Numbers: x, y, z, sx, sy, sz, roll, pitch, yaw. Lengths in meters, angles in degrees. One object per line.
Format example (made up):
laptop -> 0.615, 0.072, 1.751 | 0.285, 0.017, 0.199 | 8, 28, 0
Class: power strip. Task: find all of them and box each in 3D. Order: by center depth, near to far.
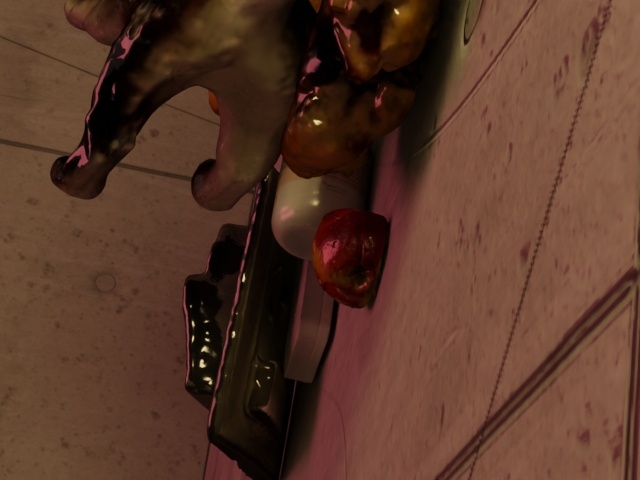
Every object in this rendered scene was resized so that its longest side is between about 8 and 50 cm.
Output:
power strip -> -0.070, 0.086, 1.355 | 0.257, 0.092, 0.251 | 66, -153, -70

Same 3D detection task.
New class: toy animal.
toy animal -> -0.088, -0.217, 1.188 | 0.303, 0.194, 0.344 | -57, 30, 32

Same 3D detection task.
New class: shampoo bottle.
shampoo bottle -> 0.007, -0.078, 1.180 | 0.074, 0.074, 0.192 | 110, 169, -60

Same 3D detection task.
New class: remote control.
remote control -> 0.000, 0.000, 1.307 | 0.103, 0.034, 0.250 | 107, 171, -56

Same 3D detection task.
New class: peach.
peach -> 0.019, 0.008, 1.032 | 0.083, 0.050, 0.077 | -81, 5, -66

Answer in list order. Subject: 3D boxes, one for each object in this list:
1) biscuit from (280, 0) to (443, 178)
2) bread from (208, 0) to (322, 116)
biscuit -> 0.051, -0.197, 0.943 | 0.289, 0.081, 0.334 | -102, 28, -82
bread -> -0.022, -0.228, 1.433 | 0.195, 0.142, 0.270 | -113, 36, -60
